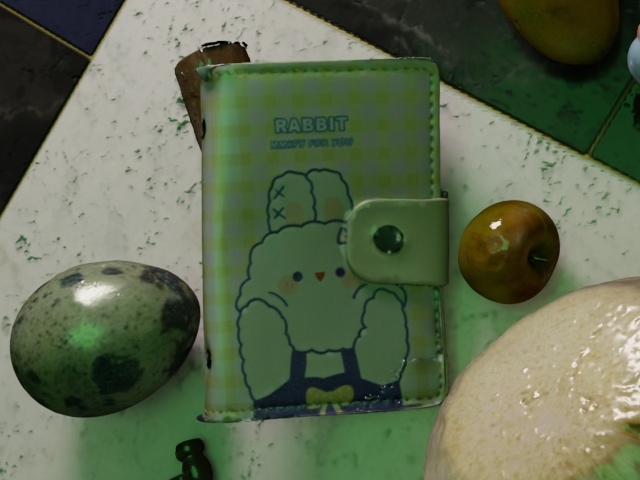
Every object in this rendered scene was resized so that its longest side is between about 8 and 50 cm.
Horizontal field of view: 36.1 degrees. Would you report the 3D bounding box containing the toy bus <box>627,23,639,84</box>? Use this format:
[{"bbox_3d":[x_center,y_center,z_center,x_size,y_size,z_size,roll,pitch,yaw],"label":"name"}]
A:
[{"bbox_3d":[0.365,-0.148,0.740,0.232,0.194,0.287,-37,72,23],"label":"toy bus"}]

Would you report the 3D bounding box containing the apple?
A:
[{"bbox_3d":[0.158,0.008,0.827,0.074,0.090,0.089,25,91,33],"label":"apple"}]

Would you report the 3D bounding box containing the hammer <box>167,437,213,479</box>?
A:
[{"bbox_3d":[-0.230,0.272,0.956,0.292,0.029,0.058,-26,73,15],"label":"hammer"}]

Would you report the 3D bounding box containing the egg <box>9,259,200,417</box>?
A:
[{"bbox_3d":[-0.198,0.088,0.910,0.182,0.141,0.141,-21,75,6],"label":"egg"}]

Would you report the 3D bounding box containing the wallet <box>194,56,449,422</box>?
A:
[{"bbox_3d":[0.000,0.000,0.858,0.224,0.077,0.309,-2,92,-6],"label":"wallet"}]

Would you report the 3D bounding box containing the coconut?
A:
[{"bbox_3d":[0.237,0.186,0.679,0.329,0.329,0.328,-3,81,19],"label":"coconut"}]

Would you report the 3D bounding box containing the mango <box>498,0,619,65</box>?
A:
[{"bbox_3d":[0.202,-0.233,0.851,0.111,0.089,0.163,1,90,18],"label":"mango"}]

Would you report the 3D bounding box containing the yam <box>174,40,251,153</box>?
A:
[{"bbox_3d":[-0.089,-0.119,0.936,0.084,0.084,0.127,-19,77,15],"label":"yam"}]
